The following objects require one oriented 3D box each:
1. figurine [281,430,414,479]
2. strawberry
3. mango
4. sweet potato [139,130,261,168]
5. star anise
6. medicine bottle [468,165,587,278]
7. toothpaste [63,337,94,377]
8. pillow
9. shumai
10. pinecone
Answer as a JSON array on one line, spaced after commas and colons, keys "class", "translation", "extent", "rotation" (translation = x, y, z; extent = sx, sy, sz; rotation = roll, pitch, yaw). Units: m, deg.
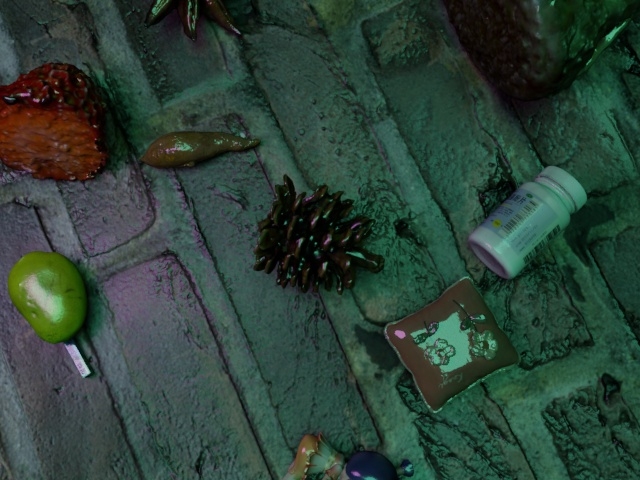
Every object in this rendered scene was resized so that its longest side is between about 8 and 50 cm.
[{"class": "figurine", "translation": [0.046, 0.373, 1.052], "extent": [0.195, 0.111, 0.102], "rotation": [21, 102, 6]}, {"class": "strawberry", "translation": [-0.474, -0.227, 1.151], "extent": [0.234, 0.234, 0.177], "rotation": [-3, 57, 2]}, {"class": "mango", "translation": [-0.459, 0.092, 1.138], "extent": [0.117, 0.089, 0.163], "rotation": [-38, 83, -17]}, {"class": "sweet potato", "translation": [-0.220, -0.167, 1.183], "extent": [0.226, 0.068, 0.068], "rotation": [-9, 80, 1]}, {"class": "star anise", "translation": [-0.250, -0.475, 1.226], "extent": [0.272, 0.102, 0.271], "rotation": [2, 84, -23]}, {"class": "medicine bottle", "translation": [0.346, -0.031, 1.111], "extent": [0.187, 0.103, 0.103], "rotation": [-43, 81, -4]}, {"class": "toothpaste", "translation": [-0.420, 0.198, 1.150], "extent": [0.017, 0.020, 0.083], "rotation": [-33, 80, -5]}, {"class": "pillow", "translation": [0.216, 0.171, 1.096], "extent": [0.179, 0.075, 0.171], "rotation": [-31, 81, -1]}, {"class": "shumai", "translation": [0.392, -0.440, 1.057], "extent": [0.348, 0.395, 0.394], "rotation": [-20, 80, 1]}, {"class": "pinecone", "translation": [0.001, -0.001, 1.090], "extent": [0.213, 0.168, 0.185], "rotation": [11, 111, -7]}]
